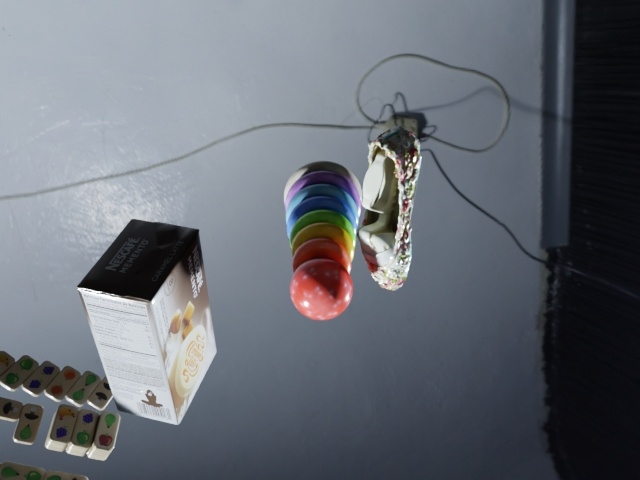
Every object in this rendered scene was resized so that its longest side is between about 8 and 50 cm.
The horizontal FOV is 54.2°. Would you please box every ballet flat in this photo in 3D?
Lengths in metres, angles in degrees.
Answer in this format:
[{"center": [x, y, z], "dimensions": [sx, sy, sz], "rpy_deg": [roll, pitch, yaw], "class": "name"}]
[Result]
[{"center": [0.085, -0.039, 0.872], "dimensions": [0.077, 0.091, 0.241], "rpy_deg": [-15, 115, -43], "class": "ballet flat"}]

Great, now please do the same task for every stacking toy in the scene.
[{"center": [0.000, 0.000, 0.988], "dimensions": [0.141, 0.330, 0.141], "rpy_deg": [1, 121, 1], "class": "stacking toy"}]

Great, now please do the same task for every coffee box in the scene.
[{"center": [-0.220, 0.111, 0.840], "dimensions": [0.098, 0.141, 0.246], "rpy_deg": [10, 130, 10], "class": "coffee box"}]

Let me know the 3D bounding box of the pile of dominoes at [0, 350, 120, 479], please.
[{"center": [-0.413, 0.242, 0.881], "dimensions": [0.251, 0.196, 0.040], "rpy_deg": [20, 131, -21], "class": "pile of dominoes"}]
